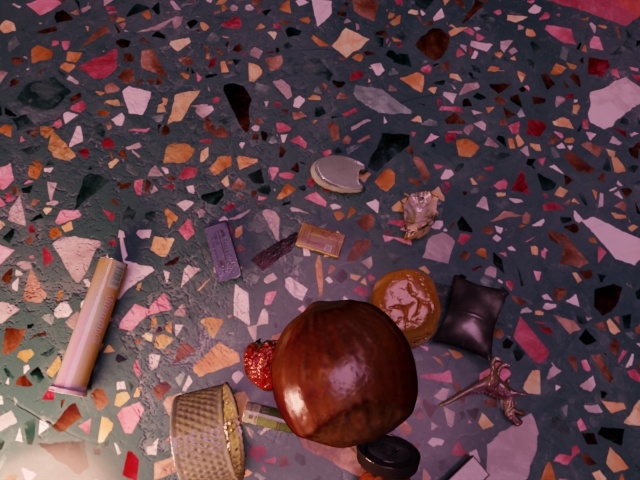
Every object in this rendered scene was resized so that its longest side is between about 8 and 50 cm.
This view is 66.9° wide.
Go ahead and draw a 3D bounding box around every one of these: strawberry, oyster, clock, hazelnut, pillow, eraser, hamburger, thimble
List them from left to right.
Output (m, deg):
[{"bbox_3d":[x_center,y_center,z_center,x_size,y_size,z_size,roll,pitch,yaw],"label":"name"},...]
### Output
[{"bbox_3d":[-0.309,0.542,1.351,0.150,0.270,0.270,-13,71,-5],"label":"thimble"},{"bbox_3d":[-0.332,0.033,1.651,0.082,0.036,0.224,-17,72,-6],"label":"eraser"},{"bbox_3d":[-0.174,0.379,1.490,0.131,0.131,0.148,5,63,0],"label":"strawberry"},{"bbox_3d":[0.061,0.367,1.373,0.421,0.353,0.420,-4,78,21],"label":"hazelnut"},{"bbox_3d":[0.193,0.617,1.389,0.185,0.184,0.040,8,97,1],"label":"clock"},{"bbox_3d":[0.264,0.219,1.538,0.245,0.163,0.244,1,71,-3],"label":"hamburger"},{"bbox_3d":[0.354,-0.089,1.707,0.133,0.072,0.209,-1,51,4],"label":"oyster"},{"bbox_3d":[0.488,0.242,1.567,0.186,0.106,0.249,15,67,19],"label":"pillow"}]

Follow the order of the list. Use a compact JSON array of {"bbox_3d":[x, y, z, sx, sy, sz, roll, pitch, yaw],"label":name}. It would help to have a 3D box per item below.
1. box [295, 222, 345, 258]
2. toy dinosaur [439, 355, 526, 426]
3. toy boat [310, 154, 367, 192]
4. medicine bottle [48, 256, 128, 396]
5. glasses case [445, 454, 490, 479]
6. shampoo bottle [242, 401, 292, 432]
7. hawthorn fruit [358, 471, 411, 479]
[{"bbox_3d":[0.000,0.000,1.681,0.157,0.022,0.088,15,72,3],"label":"box"},{"bbox_3d":[0.525,0.462,1.513,0.252,0.072,0.199,20,79,-4],"label":"toy dinosaur"},{"bbox_3d":[0.065,-0.236,1.751,0.208,0.079,0.134,8,78,-10],"label":"toy boat"},{"bbox_3d":[-0.717,0.265,1.525,0.108,0.108,0.425,11,68,2],"label":"medicine bottle"},{"bbox_3d":[0.397,0.729,1.423,0.205,0.047,0.071,-37,71,-13],"label":"glasses case"},{"bbox_3d":[-0.130,0.539,1.463,0.205,0.065,0.065,13,71,3],"label":"shampoo bottle"},{"bbox_3d":[0.205,0.782,1.373,0.165,0.165,0.285,-20,96,-9],"label":"hawthorn fruit"}]
